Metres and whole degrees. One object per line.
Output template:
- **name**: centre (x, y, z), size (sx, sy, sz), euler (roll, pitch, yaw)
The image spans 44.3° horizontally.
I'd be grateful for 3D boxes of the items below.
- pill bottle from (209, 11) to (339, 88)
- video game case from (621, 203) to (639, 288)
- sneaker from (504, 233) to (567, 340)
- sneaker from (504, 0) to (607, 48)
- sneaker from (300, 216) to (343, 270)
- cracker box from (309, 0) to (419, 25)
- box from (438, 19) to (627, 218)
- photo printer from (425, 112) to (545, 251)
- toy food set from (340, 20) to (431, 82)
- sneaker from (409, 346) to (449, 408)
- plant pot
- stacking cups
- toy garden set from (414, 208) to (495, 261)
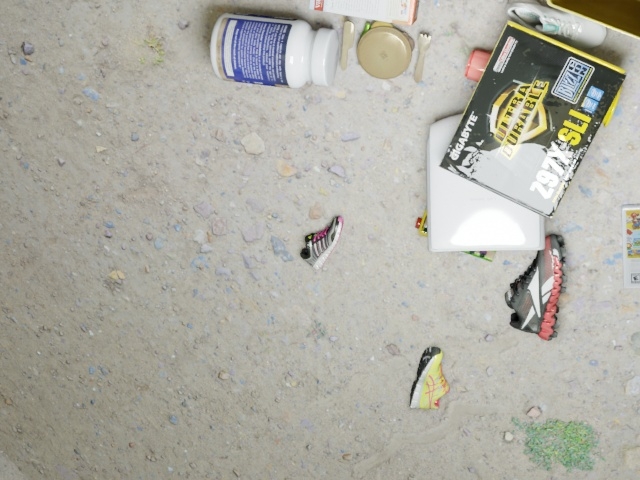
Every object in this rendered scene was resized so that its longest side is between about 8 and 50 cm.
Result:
- **pill bottle**: centre (-0.100, -0.421, 1.753), size (0.264, 0.153, 0.153), euler (10, 118, 14)
- **video game case**: centre (0.794, 0.012, 1.751), size (0.226, 0.026, 0.206), euler (-2, 115, 20)
- **sneaker**: centre (0.506, 0.109, 1.851), size (0.135, 0.098, 0.276), euler (7, 119, 12)
- **sneaker**: centre (0.473, -0.435, 1.591), size (0.212, 0.094, 0.080), euler (19, 119, 8)
- **sneaker**: centre (0.000, 0.000, 1.984), size (0.074, 0.063, 0.170), euler (28, 126, -4)
- **cracker box**: centre (0.099, -0.557, 1.669), size (0.232, 0.067, 0.156), euler (13, 118, 11)
- **box**: centre (0.424, -0.242, 1.593), size (0.257, 0.079, 0.322), euler (27, 104, 10)
- **photo printer**: centre (0.360, -0.129, 1.723), size (0.255, 0.107, 0.308), euler (0, 90, 14)
- **toy food set**: centre (0.144, -0.423, 1.745), size (0.192, 0.038, 0.132), euler (12, 126, 6)
- **sneaker**: centre (0.299, 0.364, 2.068), size (0.094, 0.081, 0.209), euler (14, 126, 3)
- **plant pot**: centre (0.575, -0.512, 1.452), size (0.212, 0.187, 0.212), euler (28, 121, 17)
- **stacking cups**: centre (0.463, -0.325, 1.659), size (0.316, 0.096, 0.096), euler (17, 120, 13)
- **toy garden set**: centre (0.344, -0.078, 1.839), size (0.203, 0.049, 0.244), euler (19, 120, 8)
